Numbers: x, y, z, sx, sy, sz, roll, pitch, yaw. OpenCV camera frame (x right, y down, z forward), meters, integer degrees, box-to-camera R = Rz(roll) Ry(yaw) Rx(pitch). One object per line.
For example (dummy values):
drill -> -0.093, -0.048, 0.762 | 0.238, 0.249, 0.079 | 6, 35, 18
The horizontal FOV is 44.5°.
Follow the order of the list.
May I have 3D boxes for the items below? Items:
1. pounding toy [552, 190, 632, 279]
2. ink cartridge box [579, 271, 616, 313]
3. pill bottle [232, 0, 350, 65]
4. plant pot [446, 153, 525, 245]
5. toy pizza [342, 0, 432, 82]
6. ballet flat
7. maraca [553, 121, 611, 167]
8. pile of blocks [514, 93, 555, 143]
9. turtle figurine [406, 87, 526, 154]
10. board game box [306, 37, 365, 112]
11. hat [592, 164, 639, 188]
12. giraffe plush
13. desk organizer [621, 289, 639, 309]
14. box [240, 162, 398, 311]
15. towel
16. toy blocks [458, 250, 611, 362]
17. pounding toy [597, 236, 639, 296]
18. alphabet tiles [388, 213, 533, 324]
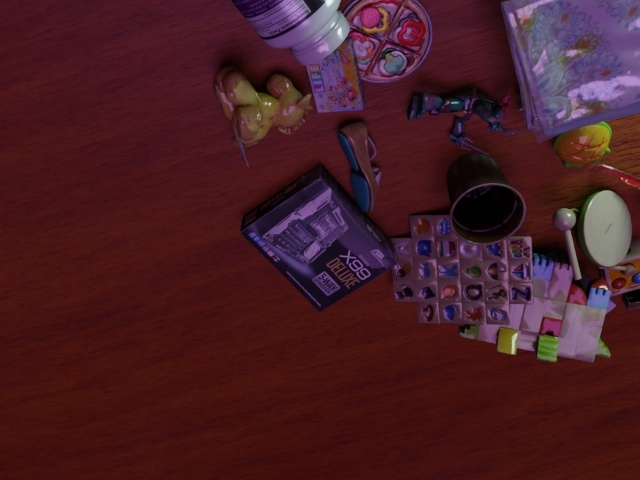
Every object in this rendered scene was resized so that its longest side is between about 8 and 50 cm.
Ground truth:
pounding toy -> 0.629, -0.019, 1.875 | 0.237, 0.110, 0.182 | -19, 100, -32
ink cartridge box -> 0.626, 0.161, 2.054 | 0.232, 0.066, 0.189 | 30, 120, -28
pill bottle -> -0.084, -0.487, 1.447 | 0.182, 0.181, 0.323 | -31, 123, 19
plant pot -> 0.361, -0.103, 1.770 | 0.167, 0.165, 0.167 | -1, 127, -1
toy pizza -> 0.130, -0.412, 1.607 | 0.201, 0.032, 0.201 | -2, 127, -2
ballet flat -> 0.102, -0.166, 1.770 | 0.073, 0.080, 0.232 | -32, 131, -16
maraca -> 0.586, -0.213, 1.746 | 0.127, 0.099, 0.186 | -16, 152, 19
pile of blocks -> 0.552, -0.365, 1.619 | 0.149, 0.112, 0.362 | 26, 127, -21
turtle figurine -> 0.313, -0.267, 1.681 | 0.234, 0.118, 0.175 | 11, 166, -9
board game box -> 0.029, -0.343, 1.640 | 0.104, 0.026, 0.154 | -1, 129, 20
hat -> 0.800, -0.158, 1.842 | 0.208, 0.183, 0.173 | -10, 152, -51
giraffe plush -> -0.108, -0.278, 1.631 | 0.171, 0.181, 0.210 | -23, 117, -13
desk organizer -> 0.864, 0.140, 2.054 | 0.130, 0.047, 0.050 | -10, 125, 4
box -> 0.000, 0.000, 1.873 | 0.242, 0.076, 0.307 | -32, 118, 20
towel -> 0.548, -0.376, 1.475 | 0.375, 0.090, 0.320 | -16, 130, 14
toy blocks -> 0.560, 0.142, 1.960 | 0.382, 0.191, 0.260 | 11, 107, 8
pounding toy -> 0.752, 0.067, 1.959 | 0.130, 0.100, 0.141 | -17, 126, 9
alphabet tiles -> 0.338, 0.072, 1.897 | 0.343, 0.011, 0.285 | 0, 109, 20
